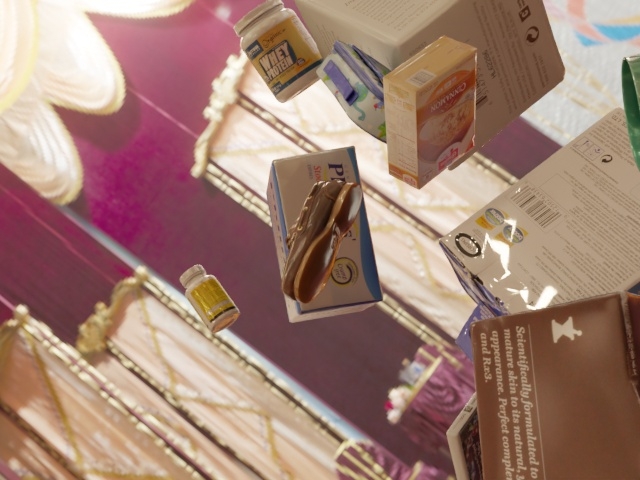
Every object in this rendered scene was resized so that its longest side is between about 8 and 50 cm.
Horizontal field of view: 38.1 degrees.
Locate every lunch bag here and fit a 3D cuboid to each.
[{"bbox_3d":[0.095,-0.247,1.597,0.176,0.219,0.090,22,-66,-36],"label":"lunch bag"}]

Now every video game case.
[{"bbox_3d":[0.253,0.298,1.390,0.173,0.022,0.190,-44,-48,-37],"label":"video game case"}]

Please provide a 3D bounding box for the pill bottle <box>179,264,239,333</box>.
[{"bbox_3d":[-0.201,0.103,1.658,0.065,0.116,0.065,-34,-16,-11],"label":"pill bottle"}]

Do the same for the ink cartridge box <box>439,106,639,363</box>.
[{"bbox_3d":[0.355,0.030,1.287,0.395,0.270,0.151,-36,-48,-2],"label":"ink cartridge box"}]

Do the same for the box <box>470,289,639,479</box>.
[{"bbox_3d":[0.292,0.167,0.768,0.143,0.191,0.381,-16,-21,40],"label":"box"}]

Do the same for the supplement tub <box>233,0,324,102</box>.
[{"bbox_3d":[-0.087,-0.421,2.057,0.144,0.200,0.144,-35,5,4],"label":"supplement tub"}]

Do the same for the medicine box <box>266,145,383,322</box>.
[{"bbox_3d":[0.000,0.000,1.643,0.149,0.264,0.289,-10,-7,-6],"label":"medicine box"}]

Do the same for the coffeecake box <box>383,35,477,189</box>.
[{"bbox_3d":[0.170,-0.194,1.421,0.142,0.068,0.185,-38,-38,-28],"label":"coffeecake box"}]

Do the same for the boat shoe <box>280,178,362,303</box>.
[{"bbox_3d":[-0.010,-0.001,1.298,0.207,0.073,0.073,-62,-32,-34],"label":"boat shoe"}]

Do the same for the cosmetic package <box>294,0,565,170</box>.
[{"bbox_3d":[0.217,-0.418,1.886,0.327,0.393,0.329,-40,-48,-9],"label":"cosmetic package"}]

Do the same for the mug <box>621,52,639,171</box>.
[{"bbox_3d":[0.387,-0.130,0.997,0.129,0.097,0.158,-58,-44,-72],"label":"mug"}]
